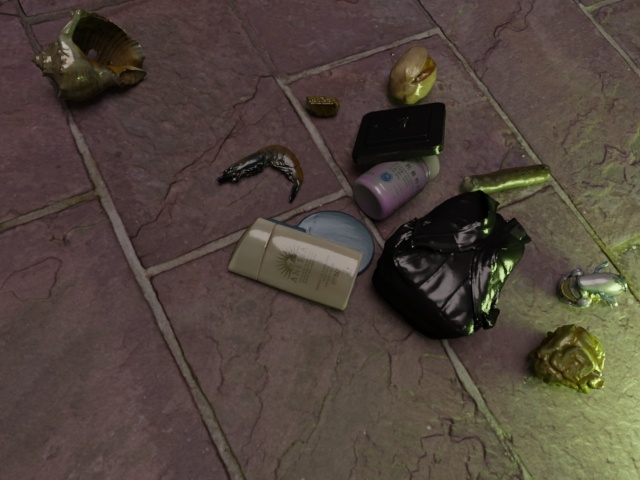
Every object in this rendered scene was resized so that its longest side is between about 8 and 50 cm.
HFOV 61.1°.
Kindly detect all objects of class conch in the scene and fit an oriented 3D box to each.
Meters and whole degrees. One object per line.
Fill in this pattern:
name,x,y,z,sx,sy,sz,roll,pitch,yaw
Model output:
conch,-0.696,-0.553,1.627,0.186,0.263,0.324,27,26,26

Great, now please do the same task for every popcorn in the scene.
popcorn,0.683,0.322,1.505,0.167,0.187,0.185,48,52,-26

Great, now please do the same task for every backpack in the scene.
backpack,0.387,0.050,1.531,0.363,0.255,0.445,43,63,3

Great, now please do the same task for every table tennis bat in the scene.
table tennis bat,0.000,0.000,1.593,0.329,0.044,0.215,16,68,-5

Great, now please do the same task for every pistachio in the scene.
pistachio,0.317,-0.567,1.851,0.157,0.157,0.229,29,59,3

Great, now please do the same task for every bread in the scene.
bread,0.010,-0.440,1.781,0.110,0.060,0.066,-3,80,-14

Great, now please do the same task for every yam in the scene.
yam,0.607,-0.199,1.774,0.317,0.067,0.071,-10,55,-15

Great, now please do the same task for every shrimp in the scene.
shrimp,-0.170,-0.183,1.640,0.262,0.051,0.198,-26,74,-22

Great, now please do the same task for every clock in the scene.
clock,0.245,-0.342,1.678,0.273,0.049,0.279,-5,40,19

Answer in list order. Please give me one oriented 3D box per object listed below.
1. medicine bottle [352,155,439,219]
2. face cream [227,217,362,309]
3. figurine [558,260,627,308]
medicine bottle,0.232,-0.185,1.655,0.254,0.152,0.152,-37,77,-21
face cream,-0.070,0.059,1.509,0.348,0.081,0.173,20,91,2
figurine,0.820,0.144,1.627,0.208,0.184,0.128,21,60,-42
